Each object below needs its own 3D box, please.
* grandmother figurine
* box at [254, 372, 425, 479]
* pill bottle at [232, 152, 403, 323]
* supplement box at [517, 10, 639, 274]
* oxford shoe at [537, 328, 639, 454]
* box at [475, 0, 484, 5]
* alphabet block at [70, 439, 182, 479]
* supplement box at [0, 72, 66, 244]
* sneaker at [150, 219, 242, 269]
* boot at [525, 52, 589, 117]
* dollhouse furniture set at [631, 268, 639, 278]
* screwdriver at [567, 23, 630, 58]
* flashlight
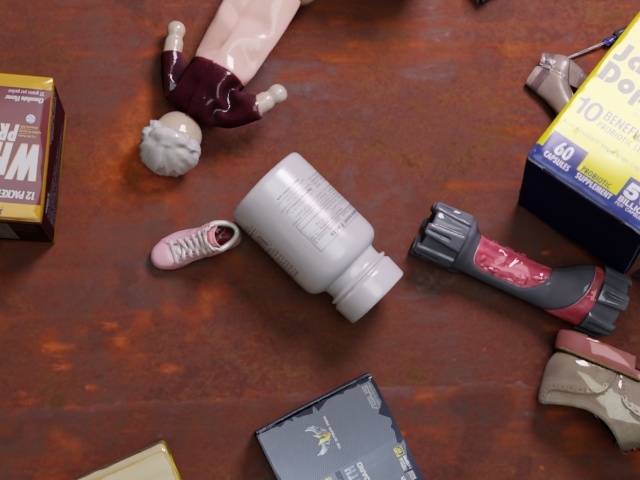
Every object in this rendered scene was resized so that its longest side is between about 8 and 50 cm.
[{"bbox_3d":[-0.141,-0.237,1.682,0.208,0.104,0.342,30,81,26],"label":"grandmother figurine"},{"bbox_3d":[0.039,0.327,1.634,0.183,0.059,0.232,-26,85,-9],"label":"box"},{"bbox_3d":[0.000,0.000,1.641,0.229,0.131,0.131,45,79,1],"label":"pill bottle"},{"bbox_3d":[0.465,-0.164,1.670,0.194,0.195,0.356,36,79,15],"label":"supplement box"},{"bbox_3d":[0.475,0.253,1.670,0.348,0.123,0.130,25,84,11],"label":"oxford shoe"},{"bbox_3d":[0.238,-0.438,1.787,0.094,0.027,0.137,-37,87,-11],"label":"box"},{"bbox_3d":[-0.256,0.386,1.525,0.197,0.192,0.193,-23,87,-10],"label":"alphabet block"},{"bbox_3d":[-0.420,-0.106,1.574,0.129,0.194,0.191,4,81,-7],"label":"supplement box"},{"bbox_3d":[-0.174,0.003,1.651,0.134,0.070,0.051,-16,86,-8],"label":"sneaker"},{"bbox_3d":[0.348,-0.220,1.766,0.087,0.042,0.118,26,85,7],"label":"boot"},{"bbox_3d":[0.540,0.059,1.730,0.114,0.091,0.081,-32,102,-13],"label":"dollhouse furniture set"},{"bbox_3d":[0.419,-0.295,1.797,0.170,0.025,0.024,-23,86,-1],"label":"screwdriver"},{"bbox_3d":[0.289,0.036,1.685,0.304,0.103,0.103,26,81,-3],"label":"flashlight"}]
